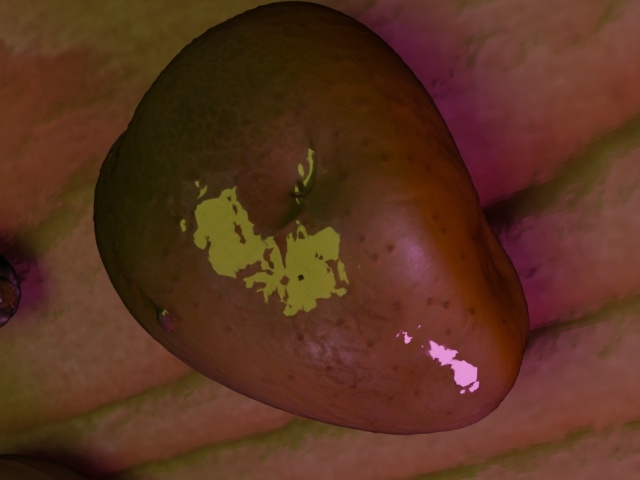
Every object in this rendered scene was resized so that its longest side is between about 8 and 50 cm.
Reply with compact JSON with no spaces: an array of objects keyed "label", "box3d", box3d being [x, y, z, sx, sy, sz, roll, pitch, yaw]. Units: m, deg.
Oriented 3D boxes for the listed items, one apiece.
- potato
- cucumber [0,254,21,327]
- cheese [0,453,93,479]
[{"label":"potato","box3d":[0.000,0.000,0.559,0.194,0.157,0.157,41,121,4]},{"label":"cucumber","box3d":[-0.256,0.021,0.774,0.227,0.069,0.069,4,103,37]},{"label":"cheese","box3d":[-0.204,0.193,0.769,0.286,0.082,0.163,5,103,36]}]
